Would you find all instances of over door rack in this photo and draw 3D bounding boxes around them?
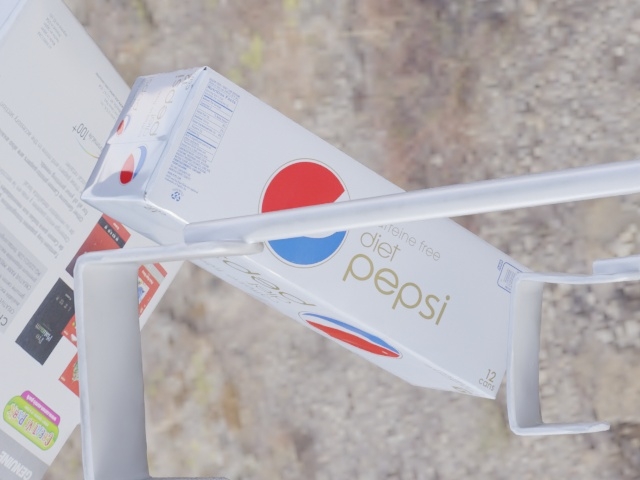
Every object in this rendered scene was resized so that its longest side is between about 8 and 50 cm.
[{"bbox_3d":[0.125,-0.032,0.394,0.324,0.239,0.108,-21,76,31],"label":"over door rack"}]

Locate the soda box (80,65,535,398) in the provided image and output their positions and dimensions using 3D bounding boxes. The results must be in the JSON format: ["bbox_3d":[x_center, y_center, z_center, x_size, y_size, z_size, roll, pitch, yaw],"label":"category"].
[{"bbox_3d":[0.000,0.000,0.801,0.074,0.216,0.069,2,65,58],"label":"soda box"}]

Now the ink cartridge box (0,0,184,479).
[{"bbox_3d":[-0.238,-0.005,1.150,0.130,0.309,0.272,22,72,28],"label":"ink cartridge box"}]
